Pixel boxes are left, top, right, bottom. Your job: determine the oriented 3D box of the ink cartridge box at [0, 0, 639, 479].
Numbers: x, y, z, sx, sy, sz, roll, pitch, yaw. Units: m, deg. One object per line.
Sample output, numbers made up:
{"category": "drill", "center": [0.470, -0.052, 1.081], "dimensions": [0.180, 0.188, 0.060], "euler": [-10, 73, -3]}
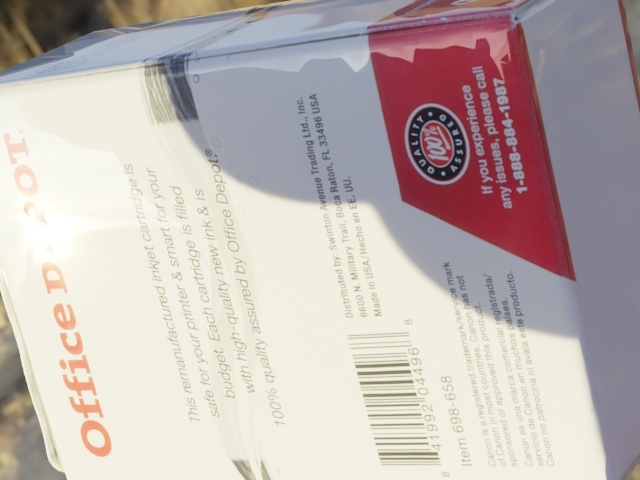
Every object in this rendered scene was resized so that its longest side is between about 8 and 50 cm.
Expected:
{"category": "ink cartridge box", "center": [0.000, 0.000, 0.807], "dimensions": [0.273, 0.197, 0.114], "euler": [-4, 18, 31]}
